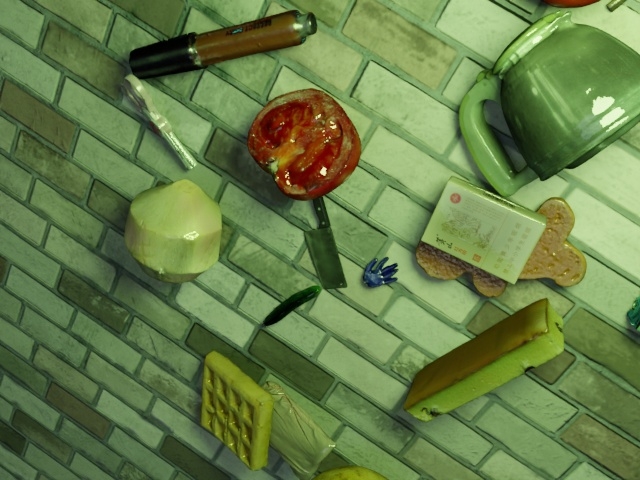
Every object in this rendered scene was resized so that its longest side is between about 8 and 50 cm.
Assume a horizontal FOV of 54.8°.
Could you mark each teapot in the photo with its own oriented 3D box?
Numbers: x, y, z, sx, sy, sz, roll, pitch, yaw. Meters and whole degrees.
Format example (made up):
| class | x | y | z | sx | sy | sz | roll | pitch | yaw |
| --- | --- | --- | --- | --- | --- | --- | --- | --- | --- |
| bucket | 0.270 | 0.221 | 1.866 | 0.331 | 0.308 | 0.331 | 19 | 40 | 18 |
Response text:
| class | x | y | z | sx | sy | sz | roll | pitch | yaw |
| --- | --- | --- | --- | --- | --- | --- | --- | --- | --- |
| teapot | 0.402 | -0.245 | 1.068 | 0.239 | 0.321 | 0.239 | -34 | 83 | -10 |

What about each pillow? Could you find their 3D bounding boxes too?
| class | x | y | z | sx | sy | sz | roll | pitch | yaw |
| --- | --- | --- | --- | --- | --- | --- | --- | --- | --- |
| pillow | -0.083 | 0.476 | 1.535 | 0.270 | 0.067 | 0.173 | 39 | 117 | 32 |

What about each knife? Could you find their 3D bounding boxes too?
| class | x | y | z | sx | sy | sz | roll | pitch | yaw |
| --- | --- | --- | --- | --- | --- | --- | --- | --- | --- |
| knife | 0.000 | 0.000 | 1.388 | 0.072 | 0.019 | 0.245 | -7 | 110 | 23 |

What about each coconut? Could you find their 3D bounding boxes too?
| class | x | y | z | sx | sy | sz | roll | pitch | yaw |
| --- | --- | --- | --- | --- | --- | --- | --- | --- | --- |
| coconut | -0.331 | -0.027 | 1.398 | 0.236 | 0.197 | 0.237 | 10 | 116 | 22 |

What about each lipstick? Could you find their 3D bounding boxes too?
| class | x | y | z | sx | sy | sz | roll | pitch | yaw |
| --- | --- | --- | --- | --- | --- | --- | --- | --- | --- |
| lipstick | -0.206 | -0.402 | 1.271 | 0.418 | 0.077 | 0.077 | -6 | 108 | 21 |

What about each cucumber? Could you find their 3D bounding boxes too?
| class | x | y | z | sx | sy | sz | roll | pitch | yaw |
| --- | --- | --- | --- | --- | --- | --- | --- | --- | --- |
| cucumber | -0.070 | 0.153 | 1.466 | 0.184 | 0.033 | 0.036 | -35 | 71 | 27 |

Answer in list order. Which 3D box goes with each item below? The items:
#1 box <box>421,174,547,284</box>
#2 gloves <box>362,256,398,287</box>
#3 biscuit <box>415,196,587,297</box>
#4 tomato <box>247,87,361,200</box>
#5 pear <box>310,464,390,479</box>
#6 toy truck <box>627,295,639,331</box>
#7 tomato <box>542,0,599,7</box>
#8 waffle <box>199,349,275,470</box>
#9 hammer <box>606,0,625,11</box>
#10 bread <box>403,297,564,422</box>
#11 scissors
| class | x | y | z | sx | sy | sz | roll | pitch | yaw |
| --- | --- | --- | --- | --- | --- | --- | --- | --- | --- |
| box | 0.314 | -0.022 | 1.193 | 0.201 | 0.058 | 0.141 | 24 | 115 | 11 |
| gloves | 0.132 | 0.069 | 1.362 | 0.086 | 0.026 | 0.064 | -21 | 100 | 26 |
| biscuit | 0.352 | 0.012 | 1.247 | 0.323 | 0.049 | 0.206 | -12 | 104 | 23 |
| tomato | -0.020 | -0.182 | 1.243 | 0.200 | 0.139 | 0.233 | -39 | 69 | 6 |
| pear | 0.076 | 0.699 | 1.487 | 0.314 | 0.314 | 0.315 | 7 | 113 | 17 |
| toy truck | 0.648 | 0.099 | 1.155 | 0.067 | 0.081 | 0.175 | 22 | 116 | 9 |
| tomato | 0.414 | -0.473 | 0.982 | 0.195 | 0.136 | 0.195 | 9 | 115 | 19 |
| waffle | -0.217 | 0.429 | 1.561 | 0.247 | 0.055 | 0.221 | 28 | 122 | 38 |
| hammer | 0.556 | -0.444 | 1.011 | 0.062 | 0.017 | 0.182 | 48 | 120 | -3 |
| bread | 0.339 | 0.260 | 1.300 | 0.361 | 0.138 | 0.077 | -38 | 97 | 28 |
| scissors | -0.362 | -0.261 | 1.389 | 0.242 | 0.030 | 0.118 | 53 | 160 | -16 |
